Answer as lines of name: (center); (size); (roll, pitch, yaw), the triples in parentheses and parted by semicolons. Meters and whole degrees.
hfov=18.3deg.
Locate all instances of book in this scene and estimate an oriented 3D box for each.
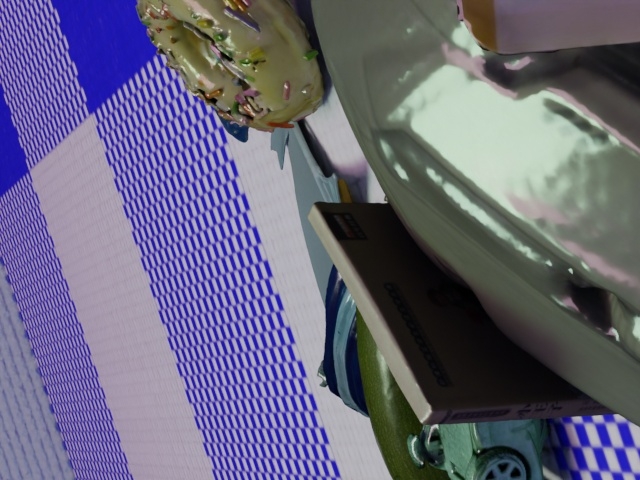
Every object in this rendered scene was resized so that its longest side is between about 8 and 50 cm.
book: (0.100, 0.034, 1.018); (0.016, 0.198, 0.138); (-56, 49, 35)

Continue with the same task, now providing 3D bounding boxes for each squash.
squash: (0.069, 0.099, 1.336); (0.071, 0.080, 0.318); (8, 117, 51)

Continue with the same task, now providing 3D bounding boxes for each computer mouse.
computer mouse: (0.106, -0.052, 0.924); (0.429, 0.145, 0.228); (53, 158, 28)

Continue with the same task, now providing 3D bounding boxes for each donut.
donut: (-0.070, -0.149, 1.459); (0.174, 0.068, 0.174); (42, 161, 18)

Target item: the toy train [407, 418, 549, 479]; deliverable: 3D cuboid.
toy train: (0.107, 0.114, 1.262); (0.099, 0.081, 0.149); (-150, 50, -65)

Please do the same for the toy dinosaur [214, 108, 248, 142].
toy dinosaur: (-0.123, -0.218, 1.629); (0.248, 0.075, 0.188); (50, 157, 35)

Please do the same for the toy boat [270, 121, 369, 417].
toy boat: (0.000, 0.000, 1.493); (0.220, 0.067, 0.291); (92, 156, -50)

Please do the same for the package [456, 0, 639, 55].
package: (0.146, -0.244, 0.702); (0.165, 0.221, 0.311); (-56, -43, -60)
